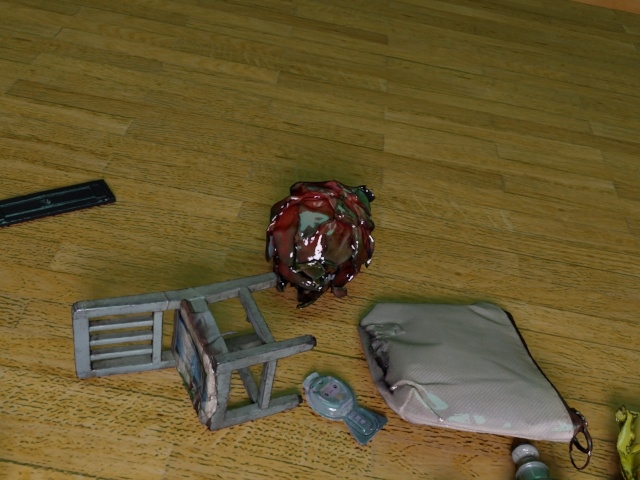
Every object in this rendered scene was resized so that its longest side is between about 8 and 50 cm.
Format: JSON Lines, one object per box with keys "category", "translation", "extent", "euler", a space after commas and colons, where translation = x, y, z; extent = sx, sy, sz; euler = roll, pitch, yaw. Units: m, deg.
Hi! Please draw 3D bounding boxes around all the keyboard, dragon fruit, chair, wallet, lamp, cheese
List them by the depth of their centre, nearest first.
{"category": "lamp", "translation": [0.270, 0.308, 0.885], "extent": [0.090, 0.091, 0.163], "euler": [10, 25, -4]}
{"category": "chair", "translation": [-0.159, 0.149, 0.903], "extent": [0.270, 0.136, 0.147], "euler": [-8, 43, -25]}
{"category": "cheese", "translation": [0.027, 0.219, 0.957], "extent": [0.120, 0.026, 0.067], "euler": [35, 45, 23]}
{"category": "wallet", "translation": [0.197, 0.175, 0.996], "extent": [0.274, 0.068, 0.335], "euler": [7, 24, -9]}
{"category": "dragon fruit", "translation": [0.001, -0.005, 1.105], "extent": [0.182, 0.182, 0.189], "euler": [17, 22, 4]}
{"category": "keyboard", "translation": [-0.441, -0.060, 1.167], "extent": [0.204, 0.013, 0.061], "euler": [-17, 48, -30]}

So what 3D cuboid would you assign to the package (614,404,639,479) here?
{"category": "package", "translation": [0.482, 0.312, 0.923], "extent": [0.226, 0.090, 0.168], "euler": [16, 43, 8]}
